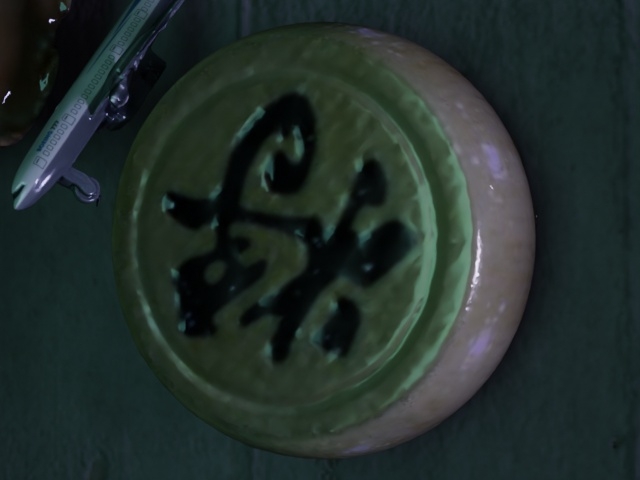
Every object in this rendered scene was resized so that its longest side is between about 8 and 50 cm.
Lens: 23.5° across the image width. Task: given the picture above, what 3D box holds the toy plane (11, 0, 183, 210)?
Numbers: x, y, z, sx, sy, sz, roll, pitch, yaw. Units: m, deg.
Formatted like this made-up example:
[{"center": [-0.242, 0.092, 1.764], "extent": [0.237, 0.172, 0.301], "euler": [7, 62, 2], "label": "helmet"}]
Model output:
[{"center": [-0.125, -0.104, 0.930], "extent": [0.226, 0.058, 0.226], "euler": [-29, 38, 55], "label": "toy plane"}]

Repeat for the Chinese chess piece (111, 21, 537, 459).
[{"center": [0.000, 0.000, 0.907], "extent": [0.257, 0.104, 0.257], "euler": [-1, 87, 25], "label": "Chinese chess piece"}]

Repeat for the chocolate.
[{"center": [-0.256, -0.133, 0.993], "extent": [0.214, 0.093, 0.148], "euler": [-5, 74, 48], "label": "chocolate"}]
